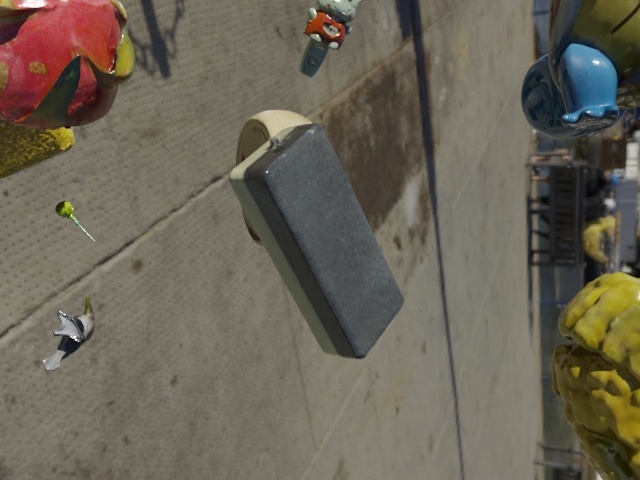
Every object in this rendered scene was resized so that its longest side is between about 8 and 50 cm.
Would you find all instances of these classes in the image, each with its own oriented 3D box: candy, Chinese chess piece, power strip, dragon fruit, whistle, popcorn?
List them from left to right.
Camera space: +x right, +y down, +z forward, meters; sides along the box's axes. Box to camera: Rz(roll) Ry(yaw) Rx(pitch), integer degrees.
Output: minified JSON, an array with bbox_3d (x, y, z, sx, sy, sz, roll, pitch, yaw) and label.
[{"bbox_3d":[-0.421,-0.318,1.048,0.189,0.290,0.290,-58,172,31],"label":"dragon fruit"},{"bbox_3d":[-0.566,-0.041,1.602,0.123,0.035,0.035,49,17,-2],"label":"candy"},{"bbox_3d":[-0.073,-0.109,1.246,0.103,0.249,0.250,-5,99,-23],"label":"Chinese chess piece"},{"bbox_3d":[0.000,0.000,0.741,0.105,0.070,0.257,-47,123,-37],"label":"power strip"},{"bbox_3d":[0.016,-0.514,1.656,0.253,0.101,0.106,-61,170,19],"label":"whistle"},{"bbox_3d":[0.310,0.127,0.577,0.203,0.226,0.201,-6,111,-43],"label":"popcorn"}]

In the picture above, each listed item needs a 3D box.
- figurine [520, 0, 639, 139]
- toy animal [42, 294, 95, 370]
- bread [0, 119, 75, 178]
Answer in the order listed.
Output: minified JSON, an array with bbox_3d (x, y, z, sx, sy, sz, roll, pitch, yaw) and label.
[{"bbox_3d":[0.350,-0.246,0.732,0.416,0.297,0.243,102,-17,-45],"label":"figurine"},{"bbox_3d":[-0.481,0.176,1.362,0.202,0.070,0.105,-90,-155,-76],"label":"toy animal"},{"bbox_3d":[-0.717,-0.274,1.408,0.333,0.323,0.143,71,-3,-48],"label":"bread"}]
